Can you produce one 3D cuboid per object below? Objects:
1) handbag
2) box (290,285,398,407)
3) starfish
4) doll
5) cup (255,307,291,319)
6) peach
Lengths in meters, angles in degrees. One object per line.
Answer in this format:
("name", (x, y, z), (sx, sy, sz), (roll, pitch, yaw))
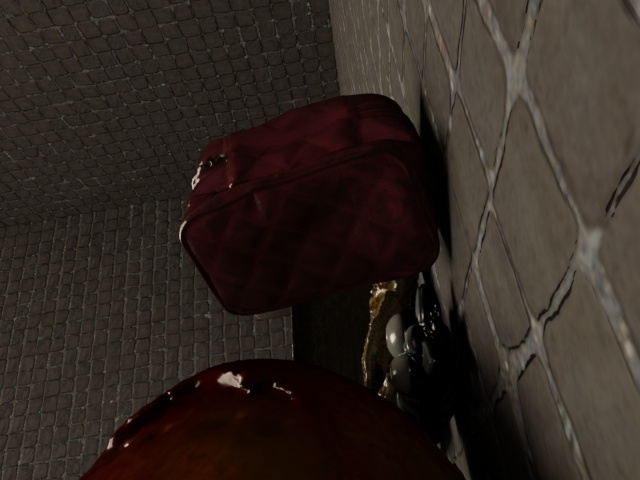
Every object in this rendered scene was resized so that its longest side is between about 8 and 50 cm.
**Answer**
("handbag", (-0.009, -0.033, 0.499), (0.135, 0.225, 0.146), (-89, -22, -51))
("box", (0.048, 0.184, 0.775), (0.184, 0.143, 0.273), (65, -163, -59))
("starfish", (0.077, 0.070, 0.620), (0.216, 0.071, 0.238), (64, -153, -43))
("doll", (0.099, 0.131, 0.526), (0.219, 0.067, 0.091), (80, -171, -47))
("cup", (-0.005, -0.010, 0.981), (0.208, 0.273, 0.288), (66, -169, -52))
("peach", (-0.019, 0.266, 0.407), (0.416, 0.339, 0.353), (159, 101, -89))
